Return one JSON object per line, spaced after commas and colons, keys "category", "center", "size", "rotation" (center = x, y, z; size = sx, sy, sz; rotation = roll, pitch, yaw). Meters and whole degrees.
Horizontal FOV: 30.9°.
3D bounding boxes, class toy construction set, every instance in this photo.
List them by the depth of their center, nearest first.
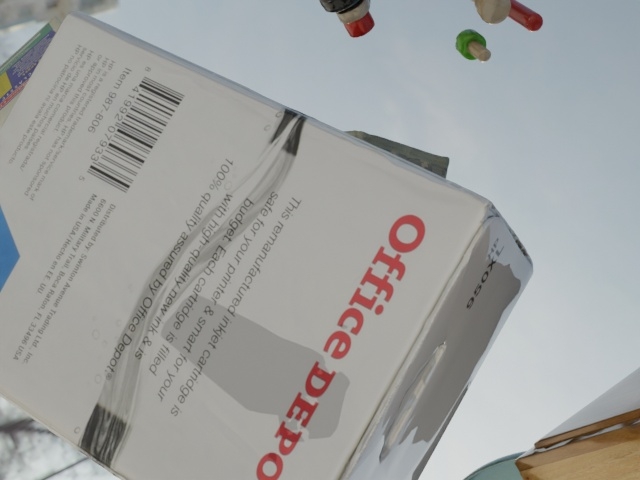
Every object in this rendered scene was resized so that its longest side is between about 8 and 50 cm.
{"category": "toy construction set", "center": [0.113, -0.367, 1.446], "size": [0.309, 0.257, 0.237], "rotation": [32, 13, -28]}

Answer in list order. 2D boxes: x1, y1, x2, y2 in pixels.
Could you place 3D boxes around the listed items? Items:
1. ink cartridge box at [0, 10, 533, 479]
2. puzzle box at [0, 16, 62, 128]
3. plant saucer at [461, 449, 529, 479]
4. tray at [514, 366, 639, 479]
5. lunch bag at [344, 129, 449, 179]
{"category": "ink cartridge box", "center": [-0.082, 0.039, 0.883], "size": [0.395, 0.285, 0.166], "rotation": [28, -4, 27]}
{"category": "puzzle box", "center": [-0.381, -0.056, 1.169], "size": [0.052, 0.409, 0.272], "rotation": [47, -1, -26]}
{"category": "plant saucer", "center": [0.318, 0.388, 1.576], "size": [0.043, 0.318, 0.317], "rotation": [-77, 170, -52]}
{"category": "tray", "center": [0.290, 0.084, 0.714], "size": [0.076, 0.203, 0.411], "rotation": [57, -21, 8]}
{"category": "lunch bag", "center": [0.000, 0.000, 1.414], "size": [0.287, 0.169, 0.235], "rotation": [3, -98, 54]}
